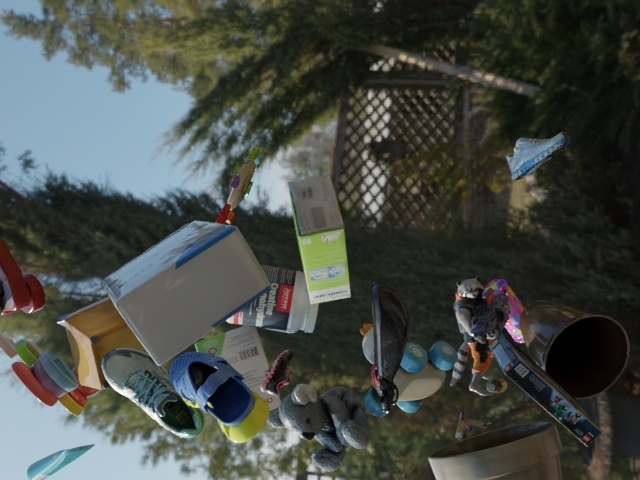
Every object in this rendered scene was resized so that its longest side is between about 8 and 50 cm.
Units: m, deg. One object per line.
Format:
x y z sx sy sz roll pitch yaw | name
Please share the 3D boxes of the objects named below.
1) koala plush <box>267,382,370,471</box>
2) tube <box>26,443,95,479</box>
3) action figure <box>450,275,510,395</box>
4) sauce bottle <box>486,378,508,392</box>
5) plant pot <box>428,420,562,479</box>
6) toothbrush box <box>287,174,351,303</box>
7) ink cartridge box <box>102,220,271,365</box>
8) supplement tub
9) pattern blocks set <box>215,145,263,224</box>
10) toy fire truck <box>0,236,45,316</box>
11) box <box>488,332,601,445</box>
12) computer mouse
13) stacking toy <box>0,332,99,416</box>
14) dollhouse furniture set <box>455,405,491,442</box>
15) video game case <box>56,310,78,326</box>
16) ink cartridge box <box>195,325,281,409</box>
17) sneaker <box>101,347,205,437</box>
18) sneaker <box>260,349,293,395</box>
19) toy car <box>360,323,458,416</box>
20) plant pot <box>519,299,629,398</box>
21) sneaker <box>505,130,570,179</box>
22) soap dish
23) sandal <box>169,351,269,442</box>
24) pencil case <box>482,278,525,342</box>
-0.017 0.460 1.690 0.196 0.221 0.203 -52 29 33 | koala plush
-0.652 0.547 1.605 0.080 0.207 0.052 1 -119 -57 | tube
0.437 0.270 1.861 0.341 0.179 0.330 -9 -86 -61 | action figure
0.538 0.444 1.971 0.128 0.042 0.042 17 -104 -61 | sauce bottle
0.461 0.621 1.577 0.323 0.323 0.280 61 -168 -77 | plant pot
0.000 0.000 1.733 0.283 0.122 0.206 80 178 -48 | toothbrush box
-0.318 0.097 1.467 0.166 0.285 0.395 60 163 -15 | ink cartridge box
-0.144 0.175 1.957 0.191 0.272 0.191 -171 90 -88 | supplement tub
-0.266 -0.184 2.168 0.325 0.026 0.285 -61 -5 -79 | pattern blocks set
-0.822 0.079 1.571 0.169 0.302 0.254 -27 -73 -48 | toy fire truck
0.469 0.310 1.366 0.044 0.233 0.159 -48 5 10 | box
0.149 0.206 1.358 0.188 0.072 0.272 -92 -3 -61 | computer mouse
-0.753 0.341 1.826 0.130 0.279 0.309 -41 -15 -14 | stacking toy
0.396 0.504 1.678 0.114 0.081 0.091 -41 -42 -64 | dollhouse furniture set
-0.675 0.266 2.078 0.196 0.274 0.026 45 -142 -46 | video game case
-0.258 0.425 2.049 0.115 0.198 0.272 104 147 -77 | ink cartridge box
-0.368 0.341 1.459 0.110 0.283 0.122 -53 9 -15 | sneaker
-0.091 0.318 1.544 0.119 0.057 0.047 -58 -25 -21 | sneaker
0.199 0.301 1.714 0.219 0.210 0.238 -61 42 32 | toy car
0.597 0.241 1.603 0.230 0.215 0.215 -123 34 -71 | plant pot
0.504 -0.217 1.532 0.191 0.071 0.083 -41 70 56 | sneaker
-0.511 0.248 1.720 0.291 0.118 0.229 -25 -48 -34 | soap dish
-0.228 0.286 1.326 0.126 0.317 0.138 -47 -58 -22 | sandal
0.644 0.238 2.196 0.236 0.104 0.104 50 -155 -18 | pencil case
